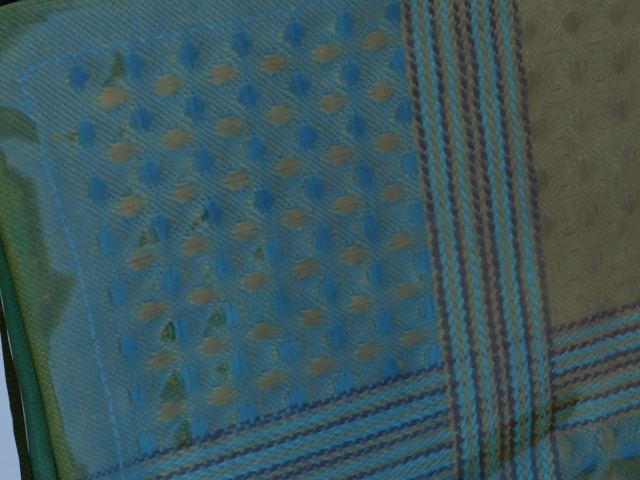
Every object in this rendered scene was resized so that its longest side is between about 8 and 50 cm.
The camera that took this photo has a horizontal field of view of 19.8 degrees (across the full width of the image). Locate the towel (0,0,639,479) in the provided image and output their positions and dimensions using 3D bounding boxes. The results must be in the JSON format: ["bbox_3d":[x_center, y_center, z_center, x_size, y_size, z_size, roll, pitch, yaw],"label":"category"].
[{"bbox_3d":[0.078,0.018,0.575,0.040,0.370,0.272,32,-48,58],"label":"towel"}]
